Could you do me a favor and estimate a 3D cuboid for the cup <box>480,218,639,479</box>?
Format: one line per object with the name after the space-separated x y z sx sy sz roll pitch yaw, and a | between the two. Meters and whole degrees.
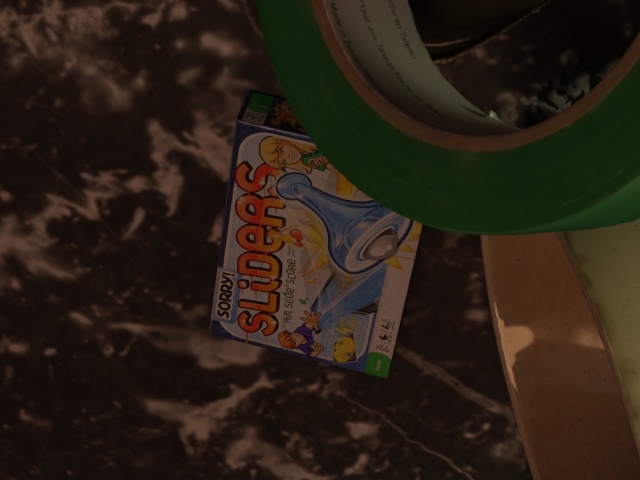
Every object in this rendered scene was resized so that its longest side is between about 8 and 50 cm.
0.256 0.077 1.029 0.237 0.331 0.331 -15 128 -6 | cup

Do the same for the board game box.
0.000 0.000 1.187 0.136 0.035 0.201 13 131 5 | board game box

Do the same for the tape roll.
0.102 -0.163 0.860 0.321 0.077 0.321 2 94 42 | tape roll

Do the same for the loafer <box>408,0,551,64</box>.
0.114 -0.177 0.969 0.094 0.087 0.251 38 129 -17 | loafer
